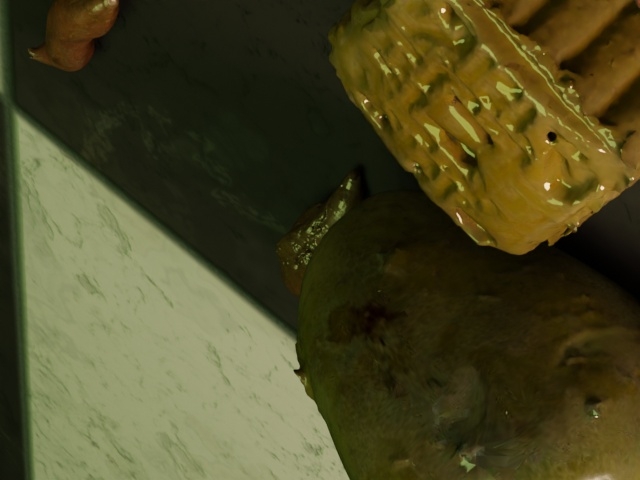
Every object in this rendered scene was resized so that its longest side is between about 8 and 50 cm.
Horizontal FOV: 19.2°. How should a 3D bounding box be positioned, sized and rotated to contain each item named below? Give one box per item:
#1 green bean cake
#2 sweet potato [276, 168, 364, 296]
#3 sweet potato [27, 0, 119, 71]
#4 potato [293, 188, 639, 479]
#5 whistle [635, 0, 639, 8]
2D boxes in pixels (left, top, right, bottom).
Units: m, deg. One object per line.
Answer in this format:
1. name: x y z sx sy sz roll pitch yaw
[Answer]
1. green bean cake: 0.129 -0.113 1.273 0.229 0.131 0.224 49 154 0
2. sweet potato: 0.000 0.000 1.679 0.068 0.060 0.206 13 144 -16
3. sweet potato: -0.224 -0.201 1.742 0.055 0.058 0.202 9 164 -19
4. potato: 0.118 0.120 1.452 0.359 0.269 0.219 37 177 32
5. whistle: 0.267 -0.102 1.025 0.346 0.142 0.134 62 168 -18
